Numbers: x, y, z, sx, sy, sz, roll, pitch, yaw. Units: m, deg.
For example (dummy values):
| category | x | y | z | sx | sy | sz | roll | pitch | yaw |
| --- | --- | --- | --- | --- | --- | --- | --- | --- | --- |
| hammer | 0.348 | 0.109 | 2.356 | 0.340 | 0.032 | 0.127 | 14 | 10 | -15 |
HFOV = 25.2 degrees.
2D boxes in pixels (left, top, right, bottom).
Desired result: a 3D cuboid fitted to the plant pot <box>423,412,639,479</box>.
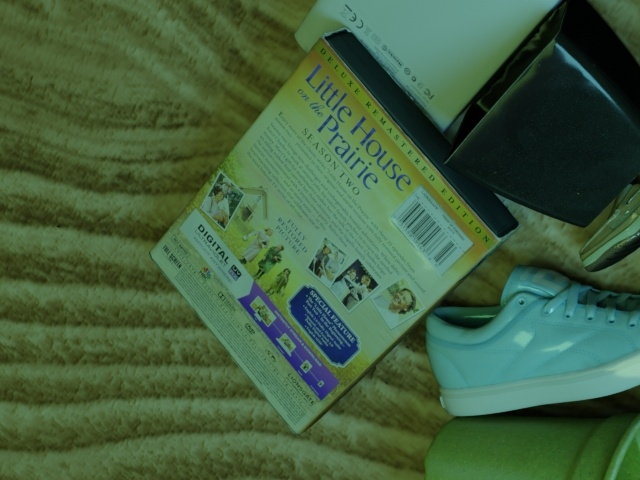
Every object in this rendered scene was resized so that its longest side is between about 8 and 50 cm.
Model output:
| category | x | y | z | sx | sy | sz | roll | pitch | yaw |
| --- | --- | --- | --- | --- | --- | --- | --- | --- | --- |
| plant pot | 0.257 | 0.305 | 1.626 | 0.253 | 0.276 | 0.276 | 6 | 108 | 35 |

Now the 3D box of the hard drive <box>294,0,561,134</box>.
| category | x | y | z | sx | sy | sz | roll | pitch | yaw |
| --- | --- | --- | --- | --- | --- | --- | --- | --- | --- |
| hard drive | 0.113 | -0.251 | 1.567 | 0.210 | 0.040 | 0.319 | 47 | 141 | 6 |

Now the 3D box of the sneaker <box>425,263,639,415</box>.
| category | x | y | z | sx | sy | sz | roll | pitch | yaw |
| --- | --- | --- | --- | --- | --- | --- | --- | --- | --- |
| sneaker | 0.274 | 0.093 | 1.608 | 0.365 | 0.135 | 0.150 | -18 | 100 | 27 |

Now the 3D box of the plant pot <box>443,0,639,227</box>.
| category | x | y | z | sx | sy | sz | roll | pitch | yaw |
| --- | --- | --- | --- | --- | --- | --- | --- | --- | --- |
| plant pot | 0.265 | -0.128 | 1.530 | 0.167 | 0.187 | 0.188 | 37 | 118 | -4 |

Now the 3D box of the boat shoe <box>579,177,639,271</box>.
| category | x | y | z | sx | sy | sz | roll | pitch | yaw |
| --- | --- | --- | --- | --- | --- | --- | --- | --- | --- |
| boat shoe | 0.353 | -0.043 | 1.578 | 0.190 | 0.068 | 0.072 | -41 | 74 | 19 |

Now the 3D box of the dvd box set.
| category | x | y | z | sx | sy | sz | roll | pitch | yaw |
| --- | --- | --- | --- | --- | --- | --- | --- | --- | --- |
| dvd box set | 0.000 | 0.000 | 1.699 | 0.308 | 0.062 | 0.420 | 49 | 128 | 10 |
